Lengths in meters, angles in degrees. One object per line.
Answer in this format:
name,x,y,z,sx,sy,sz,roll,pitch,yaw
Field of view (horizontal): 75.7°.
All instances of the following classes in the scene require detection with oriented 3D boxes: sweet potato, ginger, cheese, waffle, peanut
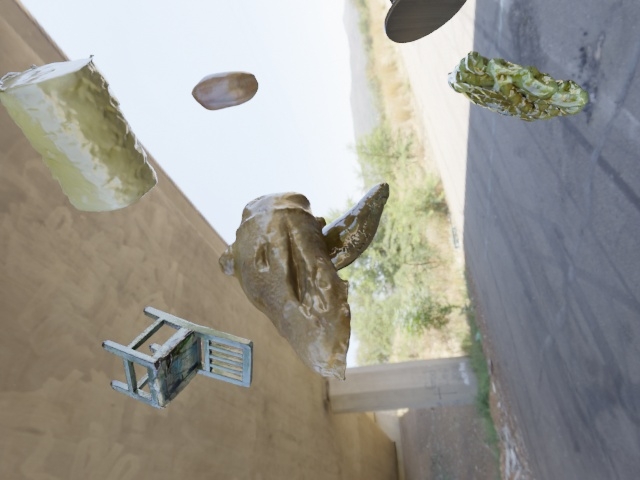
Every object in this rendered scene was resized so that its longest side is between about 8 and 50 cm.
sweet potato,-0.001,0.003,0.771,0.098,0.310,0.124,-87,-25,-65
ginger,-0.040,0.052,0.627,0.354,0.190,0.126,55,155,37
cheese,-0.287,-0.122,0.497,0.093,0.123,0.167,-81,-18,-50
waffle,0.313,-0.241,0.677,0.223,0.204,0.054,-57,-15,-76
peanut,-0.203,-0.322,0.883,0.076,0.152,0.076,-6,-90,-77

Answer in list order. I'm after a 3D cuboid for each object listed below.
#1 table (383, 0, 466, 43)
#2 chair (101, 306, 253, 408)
table,0.150,-0.512,0.748,0.167,0.167,0.226,24,-137,-76
chair,-0.296,0.265,0.870,0.147,0.271,0.136,-52,-26,-56
